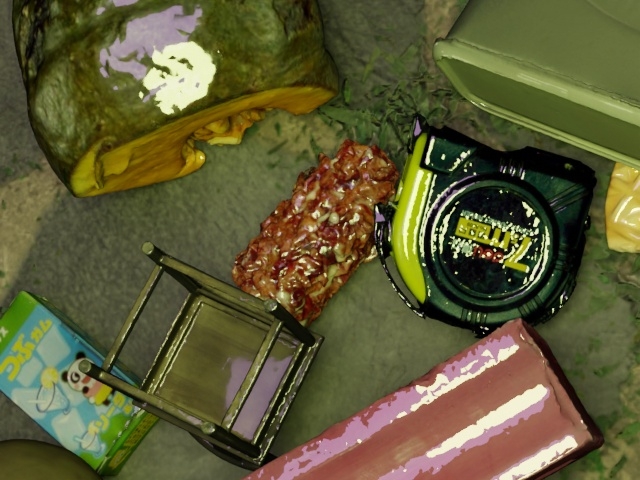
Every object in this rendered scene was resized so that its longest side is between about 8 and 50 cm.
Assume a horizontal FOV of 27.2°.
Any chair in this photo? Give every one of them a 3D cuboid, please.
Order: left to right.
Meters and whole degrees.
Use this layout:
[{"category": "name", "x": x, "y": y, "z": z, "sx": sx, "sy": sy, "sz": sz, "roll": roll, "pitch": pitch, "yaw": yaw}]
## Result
[{"category": "chair", "x": -0.089, "y": 0.122, "z": 1.212, "sx": 0.154, "sy": 0.260, "sz": 0.141, "roll": 24, "pitch": 79, "yaw": 19}]

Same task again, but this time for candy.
[{"category": "candy", "x": -0.258, "y": 0.145, "z": 1.353, "sx": 0.194, "sy": 0.062, "sz": 0.097, "roll": 37, "pitch": 91, "yaw": 19}]

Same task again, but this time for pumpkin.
[{"category": "pumpkin", "x": -0.150, "y": -0.194, "z": 1.295, "sx": 0.303, "sy": 0.256, "sz": 0.225, "roll": -29, "pitch": 75, "yaw": 25}]

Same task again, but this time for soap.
[{"category": "soap", "x": 0.061, "y": 0.211, "z": 1.160, "sx": 0.359, "sy": 0.233, "sz": 0.128, "roll": -31, "pitch": 74, "yaw": 8}]

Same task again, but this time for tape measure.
[{"category": "tape measure", "x": 0.145, "y": -0.007, "z": 1.231, "sx": 0.199, "sy": 0.112, "sz": 0.186, "roll": 16, "pitch": 91, "yaw": 0}]

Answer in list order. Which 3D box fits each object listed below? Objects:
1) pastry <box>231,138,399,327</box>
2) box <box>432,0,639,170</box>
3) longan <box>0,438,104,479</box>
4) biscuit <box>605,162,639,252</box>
[{"category": "pastry", "x": -0.001, "y": -0.001, "z": 1.291, "sx": 0.115, "sy": 0.097, "sz": 0.208, "roll": 37, "pitch": 88, "yaw": 31}, {"category": "box", "x": 0.260, "y": -0.186, "z": 1.219, "sx": 0.274, "sy": 0.138, "sz": 0.178, "roll": 25, "pitch": 82, "yaw": 31}, {"category": "longan", "x": -0.283, "y": 0.312, "z": 1.242, "sx": 0.248, "sy": 0.248, "sz": 0.248, "roll": -3, "pitch": 78, "yaw": 15}, {"category": "biscuit", "x": 0.422, "y": -0.074, "z": 1.216, "sx": 0.309, "sy": 0.040, "sz": 0.204, "roll": 3, "pitch": 79, "yaw": 16}]
